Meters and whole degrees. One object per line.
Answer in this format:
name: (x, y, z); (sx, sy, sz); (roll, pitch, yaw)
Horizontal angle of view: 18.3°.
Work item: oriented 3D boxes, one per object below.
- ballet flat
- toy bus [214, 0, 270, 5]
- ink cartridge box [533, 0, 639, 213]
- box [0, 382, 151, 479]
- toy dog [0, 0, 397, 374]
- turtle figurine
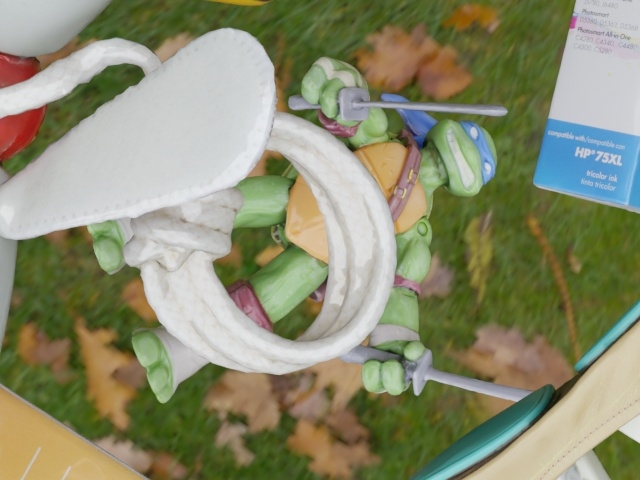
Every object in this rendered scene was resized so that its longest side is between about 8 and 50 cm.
ballet flat: (0.117, 0.079, 0.823); (0.232, 0.080, 0.073); (-42, 85, 20)
toy bus: (-0.117, -0.248, 0.928); (0.130, 0.108, 0.333); (-54, 53, 31)
ink cartridge box: (0.233, -0.133, 1.344); (0.078, 0.134, 0.231); (15, 93, 38)
box: (-0.281, 0.110, 0.842); (0.345, 0.215, 0.168); (35, 159, -21)
toy dog: (-0.076, -0.093, 0.577); (0.220, 0.161, 0.334); (-3, 98, -8)
turtle figurine: (0.000, 0.000, 1.234); (0.266, 0.275, 0.198); (-22, 133, -2)
